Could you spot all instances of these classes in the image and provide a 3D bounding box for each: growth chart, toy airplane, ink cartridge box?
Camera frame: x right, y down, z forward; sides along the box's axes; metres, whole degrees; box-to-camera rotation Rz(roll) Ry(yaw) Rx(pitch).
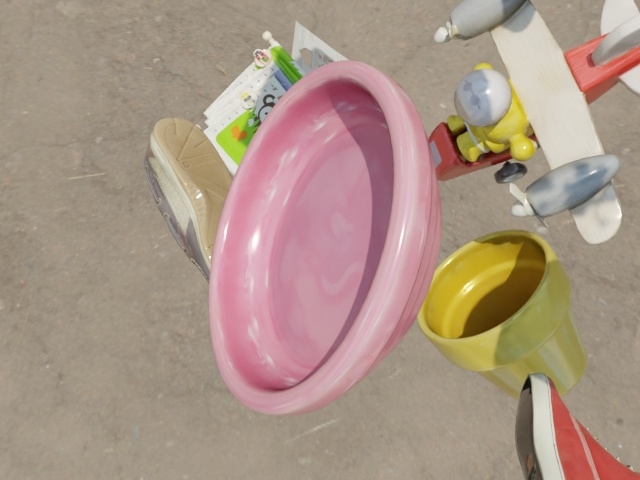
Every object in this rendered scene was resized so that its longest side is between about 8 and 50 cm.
[{"bbox_3d":[-0.106,-0.220,1.139,0.172,0.021,0.237,38,104,-20],"label":"growth chart"},{"bbox_3d":[0.330,-0.225,1.005,0.272,0.386,0.384,-6,117,-39],"label":"toy airplane"},{"bbox_3d":[0.026,-0.308,1.321,0.239,0.275,0.060,29,124,-21],"label":"ink cartridge box"}]

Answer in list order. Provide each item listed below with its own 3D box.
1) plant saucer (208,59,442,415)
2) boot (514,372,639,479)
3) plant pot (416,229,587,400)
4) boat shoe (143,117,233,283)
[{"bbox_3d":[0.000,0.000,0.619,0.084,0.332,0.332,16,108,-32],"label":"plant saucer"},{"bbox_3d":[0.350,0.276,0.823,0.176,0.244,0.088,6,124,2],"label":"boot"},{"bbox_3d":[0.336,0.150,1.128,0.254,0.254,0.239,-36,116,11],"label":"plant pot"},{"bbox_3d":[-0.146,-0.023,0.840,0.092,0.103,0.285,-42,76,47],"label":"boat shoe"}]
